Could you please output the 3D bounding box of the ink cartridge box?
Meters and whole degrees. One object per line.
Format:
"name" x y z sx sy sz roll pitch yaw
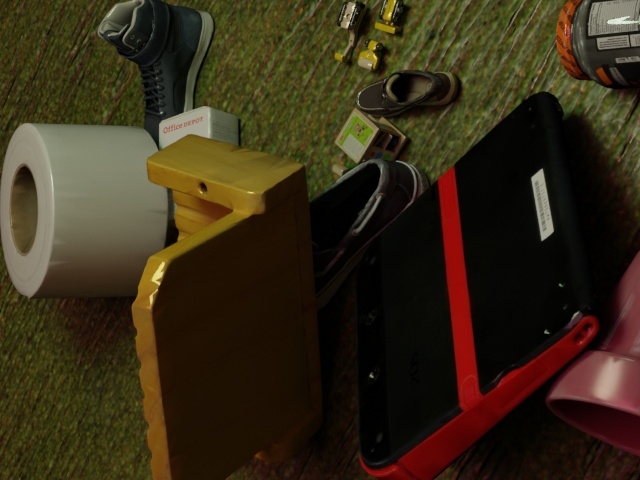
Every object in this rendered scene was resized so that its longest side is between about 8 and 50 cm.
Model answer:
"ink cartridge box" -0.170 -0.100 2.016 0.109 0.063 0.150 -13 72 42

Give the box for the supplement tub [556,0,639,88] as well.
"supplement tub" 0.352 -0.220 1.519 0.190 0.117 0.117 1 81 44

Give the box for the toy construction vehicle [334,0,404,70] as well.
"toy construction vehicle" 0.064 -0.270 1.862 0.086 0.035 0.098 20 97 33

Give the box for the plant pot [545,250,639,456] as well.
"plant pot" 0.343 0.112 1.412 0.201 0.201 0.180 10 72 44

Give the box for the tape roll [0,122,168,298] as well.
"tape roll" -0.339 -0.043 2.038 0.246 0.169 0.246 0 90 61

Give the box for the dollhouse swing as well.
"dollhouse swing" -0.170 0.095 1.725 0.315 0.305 0.346 18 120 44

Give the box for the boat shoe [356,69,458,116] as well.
"boat shoe" 0.099 -0.189 1.794 0.152 0.049 0.056 -9 75 42

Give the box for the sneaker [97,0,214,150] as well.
"sneaker" -0.253 -0.237 2.059 0.086 0.163 0.226 15 92 42

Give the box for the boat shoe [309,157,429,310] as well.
"boat shoe" 0.000 0.000 1.806 0.301 0.102 0.108 -38 57 31

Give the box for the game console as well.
"game console" 0.161 0.056 1.565 0.342 0.060 0.386 -42 29 30

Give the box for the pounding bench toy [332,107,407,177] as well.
"pounding bench toy" 0.058 -0.112 1.804 0.052 0.065 0.083 45 111 39
